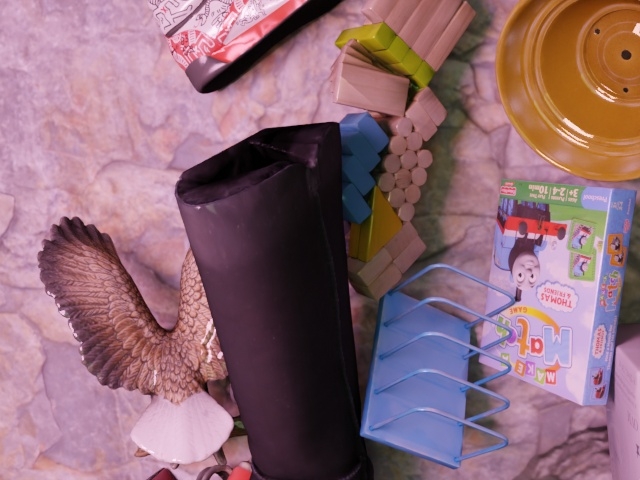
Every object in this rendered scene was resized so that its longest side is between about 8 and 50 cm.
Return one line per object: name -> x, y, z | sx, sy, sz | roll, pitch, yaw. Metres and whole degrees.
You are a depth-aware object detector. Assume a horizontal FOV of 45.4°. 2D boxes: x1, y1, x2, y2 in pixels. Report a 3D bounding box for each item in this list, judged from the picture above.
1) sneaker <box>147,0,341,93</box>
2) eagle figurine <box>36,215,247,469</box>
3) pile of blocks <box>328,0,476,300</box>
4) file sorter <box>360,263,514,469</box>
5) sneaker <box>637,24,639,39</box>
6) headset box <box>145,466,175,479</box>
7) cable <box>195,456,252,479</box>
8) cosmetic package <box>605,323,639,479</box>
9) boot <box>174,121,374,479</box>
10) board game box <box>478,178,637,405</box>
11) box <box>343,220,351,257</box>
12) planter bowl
sneaker -> -0.073, -0.301, 0.872 | 0.270, 0.090, 0.145 | -33, 89, 15
eagle figurine -> -0.174, 0.099, 0.876 | 0.225, 0.226, 0.298 | -4, 99, 33
pile of blocks -> 0.050, -0.124, 0.838 | 0.149, 0.113, 0.361 | 10, 93, -29
file sorter -> 0.127, 0.127, 0.788 | 0.118, 0.104, 0.170 | 24, 56, -18
sneaker -> 0.360, -0.293, 0.799 | 0.078, 0.067, 0.188 | 15, 99, 32
headset box -> -0.217, 0.447, 0.946 | 0.218, 0.110, 0.293 | -40, 85, 13
cable -> -0.121, 0.359, 0.858 | 0.139, 0.287, 0.072 | 39, 136, 1
cosmetic package -> 0.362, 0.206, 0.743 | 0.138, 0.224, 0.224 | -7, 92, 12
boot -> -0.044, 0.151, 0.690 | 0.146, 0.367, 0.444 | 1, 116, 11
board game box -> 0.241, 0.046, 0.800 | 0.039, 0.160, 0.211 | 2, 96, -27
box -> 0.000, 0.000, 0.913 | 0.083, 0.018, 0.067 | -26, 88, 13
planter bowl -> 0.294, -0.176, 0.779 | 0.217, 0.090, 0.217 | 29, 138, 31
